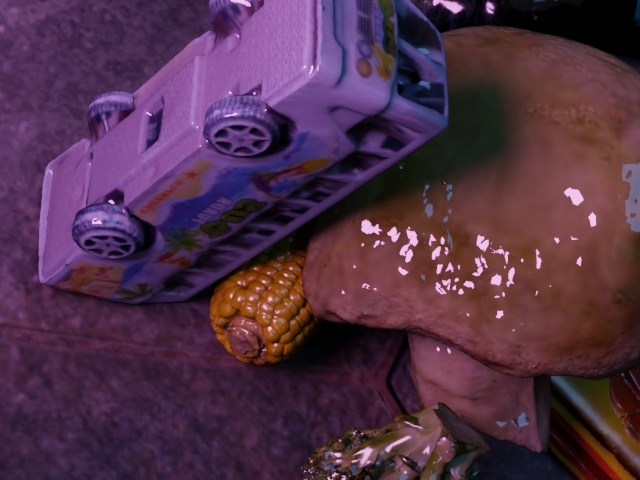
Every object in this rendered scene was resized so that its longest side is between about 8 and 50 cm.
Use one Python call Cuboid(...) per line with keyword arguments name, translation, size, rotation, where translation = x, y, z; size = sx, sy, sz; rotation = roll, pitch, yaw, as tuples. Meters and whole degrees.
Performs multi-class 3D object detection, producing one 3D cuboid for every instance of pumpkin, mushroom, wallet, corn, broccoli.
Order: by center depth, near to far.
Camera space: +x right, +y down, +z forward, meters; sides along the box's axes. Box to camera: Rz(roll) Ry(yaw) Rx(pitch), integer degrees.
Cuboid(name="broccoli", translation=(0.057, 0.178, 1.163), size=(0.145, 0.138, 0.162), rotation=(33, 14, -4))
Cuboid(name="mushroom", translation=(0.125, -0.014, 1.172), size=(0.217, 0.212, 0.292), rotation=(24, 89, -29))
Cuboid(name="corn", translation=(0.000, 0.000, 1.251), size=(0.080, 0.080, 0.231), rotation=(42, 52, -3))
Cuboid(name="wallet", translation=(0.200, 0.087, 1.326), size=(0.241, 0.067, 0.141), rotation=(45, 50, 0))
Cuboid(name="pumpkin", translation=(0.139, -0.205, 1.365), size=(0.233, 0.163, 0.233), rotation=(0, 61, 1))

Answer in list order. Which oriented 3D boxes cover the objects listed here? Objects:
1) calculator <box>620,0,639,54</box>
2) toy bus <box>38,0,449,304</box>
Cuboid(name="calculator", translation=(0.255, -0.290, 1.565), size=(0.274, 0.058, 0.248), rotation=(8, 61, -24))
Cuboid(name="toy bus", translation=(-0.057, -0.059, 1.095), size=(0.136, 0.329, 0.109), rotation=(19, 57, -31))
